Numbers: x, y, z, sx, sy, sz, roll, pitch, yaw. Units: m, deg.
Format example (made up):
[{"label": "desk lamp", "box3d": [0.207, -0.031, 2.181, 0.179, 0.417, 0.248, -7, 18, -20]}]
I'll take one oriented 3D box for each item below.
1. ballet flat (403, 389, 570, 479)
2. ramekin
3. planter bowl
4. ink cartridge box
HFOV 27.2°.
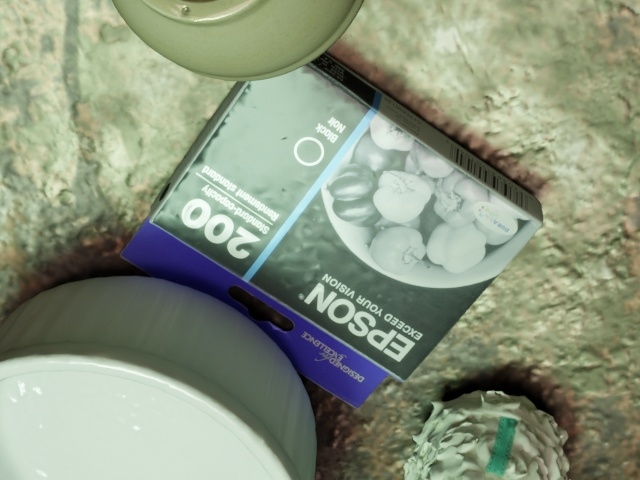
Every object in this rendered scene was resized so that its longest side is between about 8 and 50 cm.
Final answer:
[{"label": "ballet flat", "box3d": [0.088, 0.298, 0.946, 0.147, 0.147, 0.408, 6, 116, 3]}, {"label": "ramekin", "box3d": [-0.132, 0.157, 0.890, 0.277, 0.135, 0.277, 4, 119, 7]}, {"label": "planter bowl", "box3d": [-0.054, -0.168, 0.731, 0.162, 0.109, 0.162, 1, 99, 8]}, {"label": "ink cartridge box", "box3d": [0.000, 0.000, 0.863, 0.206, 0.045, 0.208, 33, 116, -10]}]
